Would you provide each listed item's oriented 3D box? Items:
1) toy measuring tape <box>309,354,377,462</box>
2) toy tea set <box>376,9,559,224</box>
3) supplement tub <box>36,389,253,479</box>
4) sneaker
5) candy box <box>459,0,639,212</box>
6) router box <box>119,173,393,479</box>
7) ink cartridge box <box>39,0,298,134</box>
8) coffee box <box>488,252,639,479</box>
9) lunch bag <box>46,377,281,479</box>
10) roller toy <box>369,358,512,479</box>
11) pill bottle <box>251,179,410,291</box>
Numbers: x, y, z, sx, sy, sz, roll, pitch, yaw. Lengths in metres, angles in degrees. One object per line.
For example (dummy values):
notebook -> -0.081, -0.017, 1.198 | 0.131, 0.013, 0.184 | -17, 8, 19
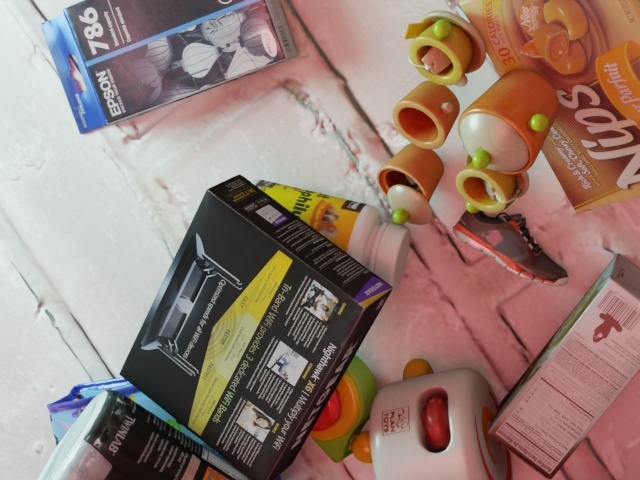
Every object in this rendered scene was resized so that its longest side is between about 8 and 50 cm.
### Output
toy measuring tape -> -0.028, 0.153, 1.934 | 0.330, 0.121, 0.121 | 47, 110, 13
toy tea set -> 0.149, -0.100, 1.727 | 0.200, 0.124, 0.336 | 31, 149, 12
supplement tub -> -0.184, 0.355, 1.859 | 0.338, 0.207, 0.207 | 35, 109, -9
sneaker -> 0.243, 0.002, 1.847 | 0.158, 0.061, 0.065 | 29, 101, 8
candy box -> 0.313, -0.190, 1.688 | 0.183, 0.087, 0.316 | -15, 124, 32
router box -> -0.085, 0.113, 1.832 | 0.243, 0.081, 0.309 | 37, 121, 14
ink cartridge box -> -0.209, -0.257, 1.922 | 0.332, 0.065, 0.165 | -19, 96, 20
coffee box -> 0.320, 0.151, 1.812 | 0.098, 0.141, 0.246 | 37, 110, 6
lunch bag -> -0.189, 0.285, 2.003 | 0.293, 0.138, 0.221 | -12, 95, 9
roller toy -> 0.144, 0.260, 1.856 | 0.146, 0.191, 0.209 | -14, 97, 19
pill bottle -> 0.000, 0.000, 1.884 | 0.215, 0.117, 0.117 | 13, 105, 13
